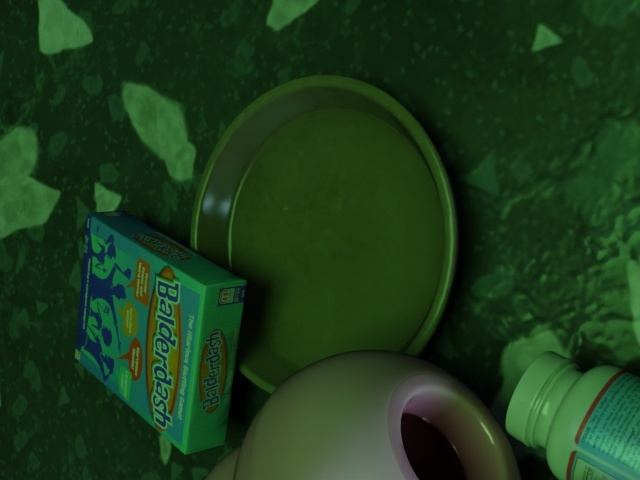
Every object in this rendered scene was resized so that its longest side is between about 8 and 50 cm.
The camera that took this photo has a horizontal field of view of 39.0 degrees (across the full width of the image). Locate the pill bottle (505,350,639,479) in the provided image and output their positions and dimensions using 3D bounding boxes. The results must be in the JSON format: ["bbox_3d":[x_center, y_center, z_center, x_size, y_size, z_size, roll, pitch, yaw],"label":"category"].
[{"bbox_3d":[0.206,0.135,0.587,0.160,0.087,0.087,27,104,34],"label":"pill bottle"}]

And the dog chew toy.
[{"bbox_3d":[-0.007,0.223,0.679,0.332,0.206,0.207,-44,65,38],"label":"dog chew toy"}]

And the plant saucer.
[{"bbox_3d":[0.000,0.000,0.771,0.277,0.041,0.278,0,89,36],"label":"plant saucer"}]

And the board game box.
[{"bbox_3d":[-0.157,0.078,0.845,0.210,0.047,0.160,24,112,44],"label":"board game box"}]
